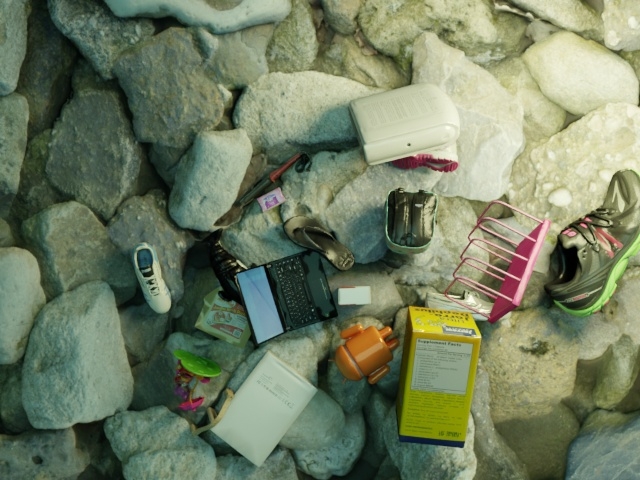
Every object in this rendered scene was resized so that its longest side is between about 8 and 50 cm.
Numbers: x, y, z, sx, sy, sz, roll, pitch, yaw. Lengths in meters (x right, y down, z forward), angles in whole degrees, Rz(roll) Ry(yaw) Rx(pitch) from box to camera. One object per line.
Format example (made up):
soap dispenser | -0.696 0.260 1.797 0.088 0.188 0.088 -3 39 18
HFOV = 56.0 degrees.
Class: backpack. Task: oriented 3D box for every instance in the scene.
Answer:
backpack | 0.272 -0.049 1.854 0.166 0.144 0.188 5 66 0

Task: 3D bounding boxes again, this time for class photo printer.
photo printer | 0.257 -0.363 1.826 0.308 0.107 0.256 -15 45 0

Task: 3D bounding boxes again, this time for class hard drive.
hard drive | -0.179 0.532 1.913 0.203 0.040 0.307 37 90 2

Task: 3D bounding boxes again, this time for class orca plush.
orca plush | -0.262 0.093 1.875 0.151 0.102 0.287 -20 87 -15

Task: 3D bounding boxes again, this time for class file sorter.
file sorter | 0.513 0.059 1.784 0.182 0.202 0.290 27 68 6

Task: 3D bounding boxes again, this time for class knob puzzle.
knob puzzle | -0.283 0.222 1.921 0.213 0.030 0.213 2 82 -12

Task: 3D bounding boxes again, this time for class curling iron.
curling iron | -0.141 -0.195 1.925 0.274 0.035 0.068 -32 88 0

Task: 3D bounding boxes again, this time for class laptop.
laptop | -0.103 0.170 1.867 0.264 0.136 0.234 -17 89 0

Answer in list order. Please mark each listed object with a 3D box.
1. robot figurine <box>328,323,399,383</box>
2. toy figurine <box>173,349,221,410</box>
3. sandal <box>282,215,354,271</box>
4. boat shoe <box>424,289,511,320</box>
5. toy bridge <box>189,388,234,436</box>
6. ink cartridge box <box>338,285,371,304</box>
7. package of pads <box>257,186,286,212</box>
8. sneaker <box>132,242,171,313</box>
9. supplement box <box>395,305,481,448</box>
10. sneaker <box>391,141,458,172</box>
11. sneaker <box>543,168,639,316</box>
robot figurine | 0.137 0.348 1.867 0.219 0.128 0.158 -33 123 0
toy figurine | -0.415 0.453 1.895 0.173 0.130 0.159 24 100 23
sandal | 0.001 0.000 1.899 0.254 0.054 0.097 32 71 -2
boat shoe | 0.459 0.198 1.881 0.268 0.096 0.088 2 94 10
toy bridge | -0.340 0.554 1.896 0.188 0.063 0.026 -47 128 7
ink cartridge box | 0.103 0.170 1.865 0.099 0.135 0.056 -2 86 1
package of pads | -0.156 -0.130 1.926 0.083 0.032 0.050 -28 87 1
sneaker | -0.539 0.121 1.906 0.085 0.086 0.237 -19 90 -1
supplement box | 0.340 0.400 1.786 0.194 0.195 0.356 6 105 2
sneaker | 0.312 -0.290 1.890 0.252 0.103 0.111 11 69 8
sneaker | 0.838 -0.008 1.828 0.202 0.185 0.482 25 89 -2
